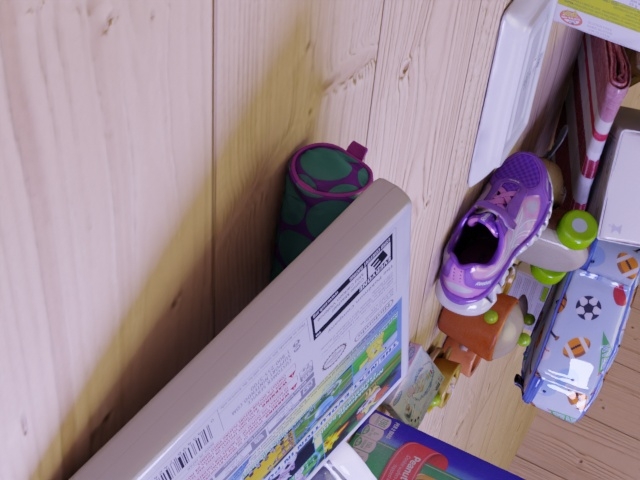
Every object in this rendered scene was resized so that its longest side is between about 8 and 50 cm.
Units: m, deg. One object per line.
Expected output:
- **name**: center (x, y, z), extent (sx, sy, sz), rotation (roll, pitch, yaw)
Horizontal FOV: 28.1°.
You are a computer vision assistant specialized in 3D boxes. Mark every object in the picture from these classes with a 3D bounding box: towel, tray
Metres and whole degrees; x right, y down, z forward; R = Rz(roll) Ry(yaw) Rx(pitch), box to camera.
- **towel**: center (0.386, -0.168, 1.851), extent (0.329, 0.037, 0.237), rotation (97, 0, -46)
- **tray**: center (0.231, -0.192, 1.496), extent (0.145, 0.030, 0.270), rotation (-54, 160, -37)

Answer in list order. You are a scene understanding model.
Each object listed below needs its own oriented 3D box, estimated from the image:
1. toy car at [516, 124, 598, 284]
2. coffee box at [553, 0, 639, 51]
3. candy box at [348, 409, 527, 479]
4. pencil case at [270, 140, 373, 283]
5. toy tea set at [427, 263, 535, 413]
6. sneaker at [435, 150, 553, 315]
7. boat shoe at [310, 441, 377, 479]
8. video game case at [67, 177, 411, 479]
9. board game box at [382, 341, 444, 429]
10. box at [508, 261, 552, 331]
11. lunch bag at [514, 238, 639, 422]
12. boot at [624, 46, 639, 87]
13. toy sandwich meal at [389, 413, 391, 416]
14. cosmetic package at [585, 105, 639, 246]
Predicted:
- **toy car**: center (0.316, -0.060, 1.784), extent (0.155, 0.148, 0.188), rotation (108, 1, -65)
- **coffee box**: center (0.499, -0.416, 1.469), extent (0.338, 0.338, 0.334), rotation (-60, 162, -21)
- **candy box**: center (0.135, 0.381, 1.488), extent (0.268, 0.317, 0.122), rotation (-51, 158, -42)
- **pencil case**: center (0.000, 0.000, 0.977), extent (0.070, 0.064, 0.152), rotation (-31, 146, -36)
- **toy tea set**: center (0.257, 0.130, 1.861), extent (0.336, 0.124, 0.200), rotation (-37, 147, -59)
- **sneaker**: center (0.220, -0.023, 1.603), extent (0.236, 0.095, 0.104), rotation (-58, 155, -21)
- **boat shoe**: center (0.030, 0.296, 1.299), extent (0.102, 0.108, 0.301), rotation (-50, 135, -17)
- **video game case**: center (-0.050, 0.142, 0.944), extent (0.329, 0.036, 0.300), rotation (-45, 157, -20)
- **board game box**: center (0.119, 0.191, 1.651), extent (0.090, 0.020, 0.090), rotation (-59, 142, -20)
- **box**: center (0.418, 0.071, 2.322), extent (0.203, 0.103, 0.114), rotation (-45, 154, -51)
- **lunch bag**: center (0.388, 0.117, 1.929), extent (0.243, 0.114, 0.303), rotation (-54, 165, -75)
- **boot**: center (0.485, -0.327, 1.876), extent (0.236, 0.089, 0.269), rotation (-59, -175, -2)
- **toy sandwich meal**: center (0.120, 0.208, 1.719), extent (0.086, 0.029, 0.086), rotation (-54, 161, -27)
- **cosmetic package**: center (0.447, -0.101, 1.865), extent (0.309, 0.113, 0.160), rotation (-82, -178, -75)
